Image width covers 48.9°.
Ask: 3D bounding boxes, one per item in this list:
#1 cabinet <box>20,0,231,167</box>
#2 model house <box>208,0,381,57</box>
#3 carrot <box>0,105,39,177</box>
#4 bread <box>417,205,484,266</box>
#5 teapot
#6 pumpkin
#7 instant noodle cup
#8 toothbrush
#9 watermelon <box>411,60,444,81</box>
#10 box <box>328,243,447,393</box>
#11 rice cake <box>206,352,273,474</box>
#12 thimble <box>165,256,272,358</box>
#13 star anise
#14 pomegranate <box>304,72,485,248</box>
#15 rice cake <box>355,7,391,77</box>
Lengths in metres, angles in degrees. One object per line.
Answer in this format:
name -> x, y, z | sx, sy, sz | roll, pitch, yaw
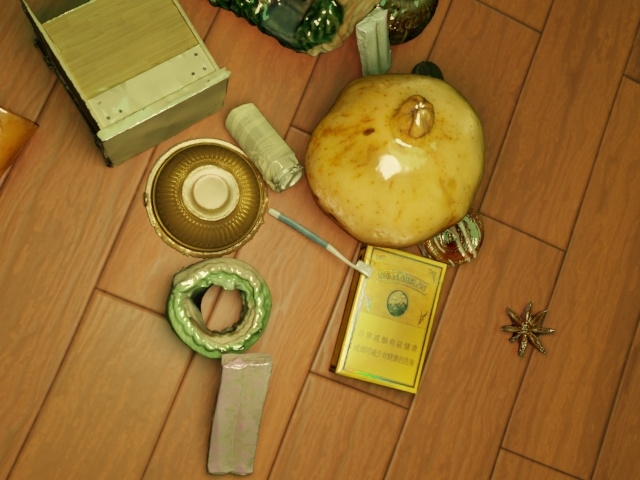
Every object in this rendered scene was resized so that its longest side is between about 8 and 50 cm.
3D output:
cabinet -> -0.394, -0.368, 1.438 | 0.290, 0.227, 0.318 | -32, 90, -13
model house -> -0.079, -0.659, 1.378 | 0.445, 0.400, 0.395 | 41, 83, 14
carrot -> -0.691, -0.152, 1.374 | 0.196, 0.196, 0.254 | 24, 87, -10
bread -> 0.300, -0.020, 1.643 | 0.160, 0.073, 0.160 | 1, 87, -11
teapot -> -0.126, -0.192, 1.537 | 0.077, 0.107, 0.200 | -26, 70, -36
pumpkin -> 0.159, -0.570, 1.617 | 0.238, 0.159, 0.238 | 2, 81, -15
instant noodle cup -> -0.241, -0.097, 1.515 | 0.274, 0.091, 0.274 | 1, 85, -13
toothbrush -> 0.000, 0.000, 1.553 | 0.275, 0.019, 0.025 | 33, 79, 11
watermelon -> 0.253, -0.373, 1.664 | 0.078, 0.078, 0.111 | -13, 87, -14
box -> 0.152, 0.173, 1.583 | 0.193, 0.084, 0.301 | 16, 81, -11
rice cake -> -0.171, 0.359, 1.445 | 0.106, 0.050, 0.298 | 5, 115, -13
thimble -> -0.215, 0.135, 1.468 | 0.219, 0.150, 0.219 | 1, 85, -14
star anise -> 0.491, 0.210, 1.680 | 0.141, 0.042, 0.141 | 1, 83, -10
pomegranate -> 0.159, -0.175, 1.450 | 0.410, 0.410, 0.410 | 1, 84, -13
rice cake -> 0.121, -0.427, 1.568 | 0.040, 0.226, 0.085 | 35, 79, 18
